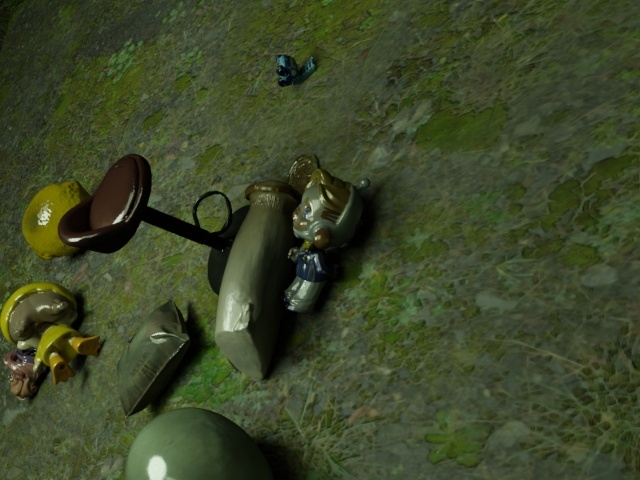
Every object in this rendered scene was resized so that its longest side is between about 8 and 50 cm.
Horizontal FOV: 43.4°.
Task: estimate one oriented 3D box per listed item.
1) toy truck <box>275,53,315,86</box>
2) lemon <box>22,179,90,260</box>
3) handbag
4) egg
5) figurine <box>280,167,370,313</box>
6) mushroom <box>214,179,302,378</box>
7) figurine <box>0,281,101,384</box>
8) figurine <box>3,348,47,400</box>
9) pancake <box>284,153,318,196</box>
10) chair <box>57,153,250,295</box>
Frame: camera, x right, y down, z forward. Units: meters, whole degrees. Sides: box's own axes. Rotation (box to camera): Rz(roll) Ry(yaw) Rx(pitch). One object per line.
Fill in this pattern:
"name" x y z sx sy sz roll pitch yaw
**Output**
"toy truck" -0.057 -0.394 1.857 0.073 0.090 0.056 89 172 -55
"lemon" -0.781 -0.060 2.408 0.204 0.204 0.260 39 106 51
"handbag" -0.392 0.264 1.869 0.270 0.117 0.182 -52 32 19
"egg" -0.219 0.447 1.457 0.352 0.258 0.258 38 101 48
"figurine" 0.001 0.006 1.539 0.194 0.133 0.274 167 114 -72
"mushroom" -0.129 0.065 1.629 0.138 0.154 0.407 -4 68 30
"figurine" -0.750 0.246 2.244 0.344 0.215 0.187 31 141 41
"figurine" -0.867 0.387 2.353 0.114 0.126 0.157 81 -152 -81
"pancake" -0.041 -0.137 1.745 0.115 0.011 0.114 -23 57 40
"chair" -0.327 -0.035 1.712 0.227 0.401 0.226 -25 54 41
